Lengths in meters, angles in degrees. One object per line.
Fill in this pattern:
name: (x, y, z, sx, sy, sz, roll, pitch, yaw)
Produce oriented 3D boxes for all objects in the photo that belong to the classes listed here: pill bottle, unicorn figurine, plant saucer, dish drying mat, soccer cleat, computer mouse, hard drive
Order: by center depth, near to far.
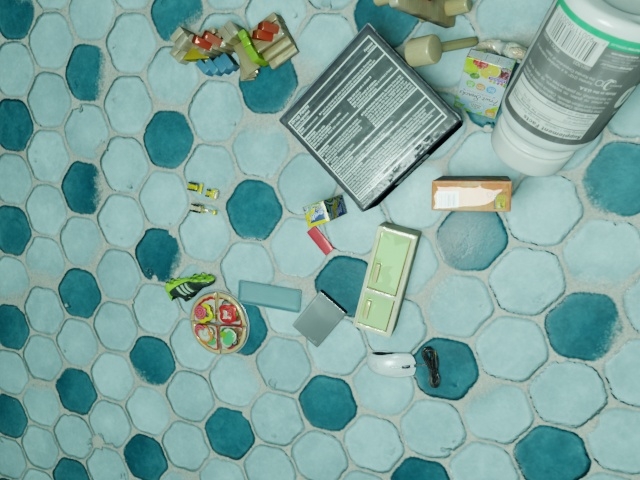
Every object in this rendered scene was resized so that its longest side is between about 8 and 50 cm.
pill bottle: (0.477, -0.302, 0.974, 0.204, 0.204, 0.361, 31, 149, 12)
unicorn figurine: (0.411, -0.414, 1.122, 0.111, 0.162, 0.060, 13, 99, -11)
computer mouse: (0.212, 0.331, 1.336, 0.193, 0.042, 0.105, -3, 99, 19)
dish drying mat: (0.000, 0.000, 1.372, 0.032, 0.008, 0.083, -41, 84, 19)
hard drive: (-0.003, 0.215, 1.400, 0.094, 0.022, 0.135, 40, 109, 8)
plant saucer: (-0.144, 0.157, 1.441, 0.192, 0.018, 0.067, 8, 101, 18)
soccer cleat: (-0.378, 0.140, 1.500, 0.179, 0.060, 0.072, -10, 105, 26)

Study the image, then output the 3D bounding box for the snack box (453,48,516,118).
snack box: (0.361, -0.346, 1.132, 0.100, 0.141, 0.037, 23, 62, 15)

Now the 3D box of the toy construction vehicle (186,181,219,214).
toy construction vehicle: (-0.335, -0.119, 1.456, 0.098, 0.035, 0.085, 11, 91, 14)

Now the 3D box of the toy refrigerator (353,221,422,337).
toy refrigerator: (0.168, 0.098, 1.285, 0.102, 0.094, 0.269, 17, 104, 15)

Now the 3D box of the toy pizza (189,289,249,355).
toy pizza: (-0.303, 0.246, 1.501, 0.202, 0.032, 0.201, 3, 100, 18)

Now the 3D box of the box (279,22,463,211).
box: (0.122, -0.277, 1.192, 0.296, 0.183, 0.294, -43, 85, 18)

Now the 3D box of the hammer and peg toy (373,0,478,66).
hammer and peg toy: (0.224, -0.549, 1.090, 0.127, 0.266, 0.361, 5, 102, 40)

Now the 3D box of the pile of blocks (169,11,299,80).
pile of blocks: (-0.244, -0.492, 1.319, 0.363, 0.113, 0.148, -2, 98, 19)

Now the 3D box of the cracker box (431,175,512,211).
cracker box: (0.334, -0.106, 1.122, 0.156, 0.232, 0.067, 2, 101, 19)

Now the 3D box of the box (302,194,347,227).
box: (0.014, -0.075, 1.269, 0.059, 0.169, 0.054, -16, 94, 20)
